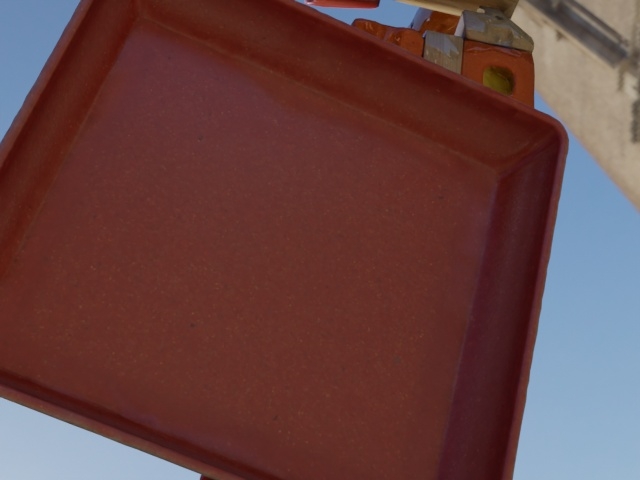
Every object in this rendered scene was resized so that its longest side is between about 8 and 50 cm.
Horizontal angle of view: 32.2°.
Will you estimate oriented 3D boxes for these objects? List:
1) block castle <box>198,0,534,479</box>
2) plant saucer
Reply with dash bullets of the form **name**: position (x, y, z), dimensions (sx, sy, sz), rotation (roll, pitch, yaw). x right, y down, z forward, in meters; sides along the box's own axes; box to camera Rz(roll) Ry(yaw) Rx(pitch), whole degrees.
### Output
- **block castle**: position (0.000, 0.000, 0.830), dimensions (0.213, 0.453, 0.303), rotation (11, -21, -11)
- **plant saucer**: position (-0.021, 0.000, 0.522), dimensions (0.258, 0.259, 0.048), rotation (23, -35, -7)
